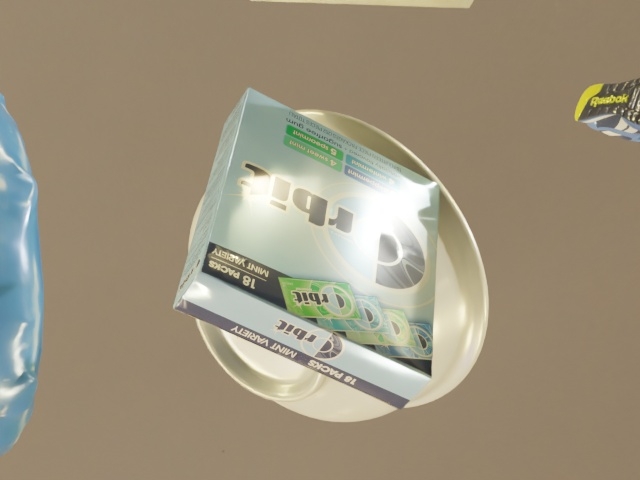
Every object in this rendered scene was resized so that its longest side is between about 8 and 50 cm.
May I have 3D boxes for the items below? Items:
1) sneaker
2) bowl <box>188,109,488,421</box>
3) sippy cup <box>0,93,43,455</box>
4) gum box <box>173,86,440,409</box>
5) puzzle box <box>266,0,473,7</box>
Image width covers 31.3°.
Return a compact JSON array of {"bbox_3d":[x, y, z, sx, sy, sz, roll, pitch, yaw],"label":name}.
[{"bbox_3d":[0.326,-0.131,1.165,0.059,0.144,0.053,29,-95,-27],"label":"sneaker"},{"bbox_3d":[-0.015,0.046,0.993,0.298,0.298,0.134,50,-135,5],"label":"bowl"},{"bbox_3d":[-0.238,0.018,0.465,0.224,0.306,0.240,-1,-139,-26],"label":"sippy cup"},{"bbox_3d":[0.000,0.000,0.737,0.157,0.041,0.184,26,-139,-15],"label":"gum box"},{"bbox_3d":[0.106,-0.374,0.950,0.272,0.409,0.052,-7,-131,-38],"label":"puzzle box"}]
